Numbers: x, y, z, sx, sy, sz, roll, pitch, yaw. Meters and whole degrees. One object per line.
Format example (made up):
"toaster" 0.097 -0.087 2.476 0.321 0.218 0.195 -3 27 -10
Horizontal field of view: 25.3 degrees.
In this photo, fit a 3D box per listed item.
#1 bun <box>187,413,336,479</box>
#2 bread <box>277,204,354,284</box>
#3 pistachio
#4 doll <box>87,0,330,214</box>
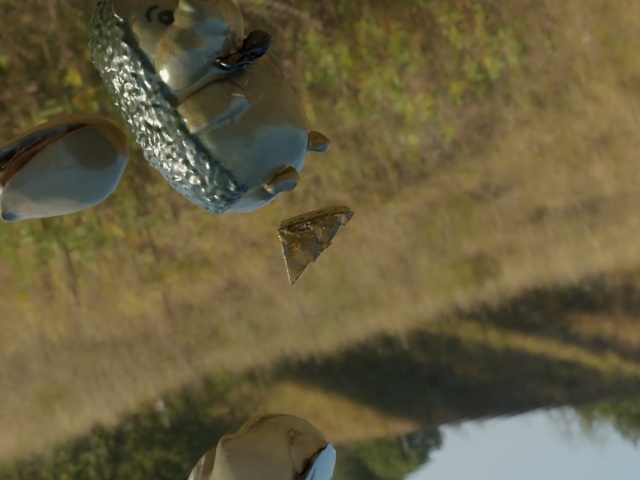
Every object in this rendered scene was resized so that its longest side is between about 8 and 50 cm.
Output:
"bun" -0.066 0.242 1.354 0.120 0.173 0.173 22 -172 16
"bread" 0.000 0.000 1.931 0.109 0.080 0.084 -16 -167 1
"pistachio" -0.365 -0.103 1.974 0.215 0.144 0.144 -26 180 -32
"doll" -0.152 -0.201 1.869 0.247 0.349 0.247 -41 -172 7
